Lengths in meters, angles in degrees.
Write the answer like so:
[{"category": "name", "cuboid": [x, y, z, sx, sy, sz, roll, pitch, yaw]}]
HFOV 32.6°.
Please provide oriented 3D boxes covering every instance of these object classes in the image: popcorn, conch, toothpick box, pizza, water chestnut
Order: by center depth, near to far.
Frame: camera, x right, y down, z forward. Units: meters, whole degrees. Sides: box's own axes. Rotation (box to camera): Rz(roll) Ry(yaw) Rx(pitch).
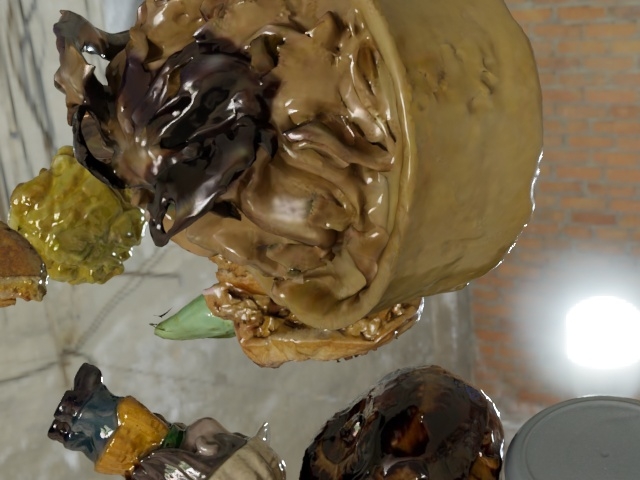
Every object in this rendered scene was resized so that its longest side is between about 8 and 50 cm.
[{"category": "pizza", "cuboid": [-0.342, 0.020, 1.007, 0.175, 0.046, 0.134, 33, -140, 25]}, {"category": "toothpick box", "cuboid": [0.348, 0.400, 1.367, 0.263, 0.354, 0.263, -8, -149, 5]}, {"category": "water chestnut", "cuboid": [0.128, 0.314, 1.429, 0.300, 0.299, 0.300, -5, -163, 2]}, {"category": "conch", "cuboid": [-0.177, 0.122, 1.701, 0.170, 0.079, 0.106, -16, 151, 29]}, {"category": "popcorn", "cuboid": [-0.414, -0.039, 1.886, 0.249, 0.249, 0.225, -8, -177, -6]}]

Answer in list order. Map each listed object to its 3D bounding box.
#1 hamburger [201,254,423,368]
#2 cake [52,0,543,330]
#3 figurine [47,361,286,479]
[{"category": "hamburger", "cuboid": [0.007, 0.005, 1.190, 0.261, 0.211, 0.245, -1, -159, 45]}, {"category": "cake", "cuboid": [-0.042, -0.081, 0.845, 0.321, 0.332, 0.332, -12, -163, -31]}, {"category": "figurine", "cuboid": [-0.206, 0.308, 1.477, 0.333, 0.185, 0.204, 17, -130, -12]}]
